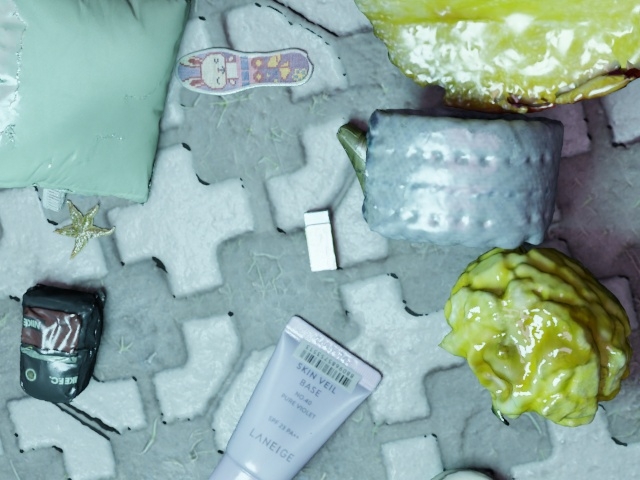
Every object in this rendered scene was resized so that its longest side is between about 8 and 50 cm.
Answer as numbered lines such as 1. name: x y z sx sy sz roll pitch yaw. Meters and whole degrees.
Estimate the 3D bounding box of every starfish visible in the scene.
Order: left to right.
1. starfish: -0.341 -0.013 1.567 0.092 0.016 0.086 5 101 7

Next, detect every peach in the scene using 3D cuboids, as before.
1. peach: 0.240 -0.332 1.254 0.416 0.353 0.339 -12 129 0

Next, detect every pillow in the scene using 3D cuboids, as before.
1. pillow: -0.324 -0.202 1.420 0.119 0.310 0.312 30 111 49

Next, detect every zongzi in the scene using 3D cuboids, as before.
1. zongzi: 0.047 -0.110 1.476 0.076 0.040 0.083 32 120 11

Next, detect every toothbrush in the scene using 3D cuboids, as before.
1. toothbrush: -0.353 -0.181 1.509 0.029 0.025 0.307 21 113 17

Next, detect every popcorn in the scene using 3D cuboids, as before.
1. popcorn: 0.267 0.124 1.376 0.249 0.249 0.225 44 117 2

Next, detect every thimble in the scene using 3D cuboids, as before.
1. thimble: 0.174 -0.082 1.358 0.245 0.217 0.157 3 100 -5

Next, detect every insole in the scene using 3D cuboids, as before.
1. insole: -0.106 -0.233 1.497 0.197 0.004 0.065 0 98 11

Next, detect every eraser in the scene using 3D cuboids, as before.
1. eraser: 0.000 0.000 1.504 0.038 0.019 0.083 -6 97 13

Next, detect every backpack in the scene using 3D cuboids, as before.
1. backpack: -0.373 0.150 1.549 0.120 0.106 0.165 5 97 6

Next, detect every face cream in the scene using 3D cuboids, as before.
1. face cream: -0.050 0.259 1.525 0.154 0.096 0.274 34 89 7

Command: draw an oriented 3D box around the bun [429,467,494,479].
1. bun: 0.190 0.383 1.494 0.138 0.094 0.138 4 72 -13
